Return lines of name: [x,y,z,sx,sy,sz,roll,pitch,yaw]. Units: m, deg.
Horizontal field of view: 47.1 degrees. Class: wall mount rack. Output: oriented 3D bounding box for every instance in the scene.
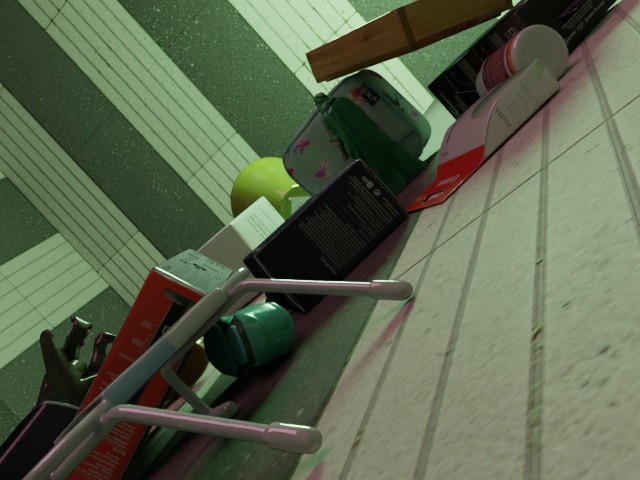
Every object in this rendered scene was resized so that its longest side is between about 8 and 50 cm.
wall mount rack: [-0.092,0.127,0.631,0.304,0.130,0.350,-43,3,35]

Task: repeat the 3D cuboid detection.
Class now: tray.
tray: [0.141,-0.374,1.333,0.203,0.076,0.411,-26,12,-17]

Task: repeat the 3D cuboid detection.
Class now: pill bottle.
pill bottle: [0.288,-0.250,1.078,0.086,0.086,0.152,-43,5,-13]

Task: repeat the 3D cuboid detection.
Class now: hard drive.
hard drive: [-0.406,0.302,0.941,0.255,0.054,0.172,-40,14,43]

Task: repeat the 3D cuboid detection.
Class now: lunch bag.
lunch bag: [0.076,-0.187,1.475,0.279,0.224,0.108,-46,-3,29]

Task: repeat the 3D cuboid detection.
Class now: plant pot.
plant pot: [-0.105,-0.114,2.247,0.275,0.274,0.293,-43,20,-11]

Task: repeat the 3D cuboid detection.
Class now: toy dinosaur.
toy dinosaur: [-0.348,0.206,1.045,0.313,0.121,0.160,135,150,-61]

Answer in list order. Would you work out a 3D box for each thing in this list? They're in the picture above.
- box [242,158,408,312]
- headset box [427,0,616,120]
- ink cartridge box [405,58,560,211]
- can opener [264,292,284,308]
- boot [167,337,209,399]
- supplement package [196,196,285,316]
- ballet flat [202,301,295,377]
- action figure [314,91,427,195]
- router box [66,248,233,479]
box: [0.002,-0.002,1.064,0.207,0.108,0.153,-43,5,-12]
headset box: [0.351,-0.345,1.265,0.218,0.110,0.293,-45,5,-28]
ink cartridge box: [0.197,-0.134,0.997,0.225,0.056,0.181,-41,4,-10]
can opener: [-0.017,0.045,1.195,0.186,0.073,0.059,-39,-34,6]
boot: [-0.243,0.214,1.322,0.213,0.077,0.165,-43,2,30]
supplement package: [-0.189,0.036,1.858,0.177,0.175,0.293,-38,6,20]
ballet flat: [-0.084,0.124,0.920,0.087,0.083,0.247,-18,-4,-21]
action figure: [0.073,-0.182,1.338,0.137,0.232,0.063,-44,5,-30]
router box: [-0.233,0.171,1.005,0.301,0.082,0.335,-62,4,1]
